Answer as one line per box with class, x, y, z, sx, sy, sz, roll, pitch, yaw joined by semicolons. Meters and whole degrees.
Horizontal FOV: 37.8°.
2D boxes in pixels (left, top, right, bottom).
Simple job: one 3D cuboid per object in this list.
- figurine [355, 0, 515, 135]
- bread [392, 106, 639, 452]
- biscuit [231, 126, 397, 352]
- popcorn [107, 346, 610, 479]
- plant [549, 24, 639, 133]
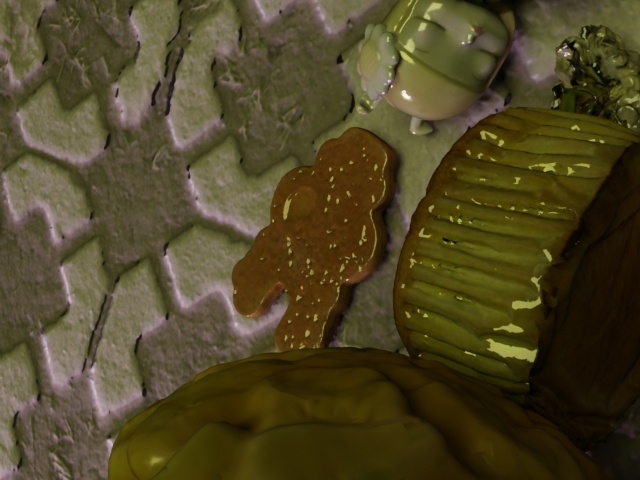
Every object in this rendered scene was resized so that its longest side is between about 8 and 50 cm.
figurine;0.157;-0.264;0.802;0.394;0.226;0.274;-57;26;28
bread;0.167;0.032;0.687;0.142;0.253;0.227;15;66;33
biscuit;-0.002;-0.003;0.941;0.144;0.040;0.236;37;104;25
popcorn;0.024;0.217;0.533;0.344;0.354;0.390;-18;50;-12
plant;0.211;-0.114;0.759;0.104;0.122;0.116;-37;71;39
